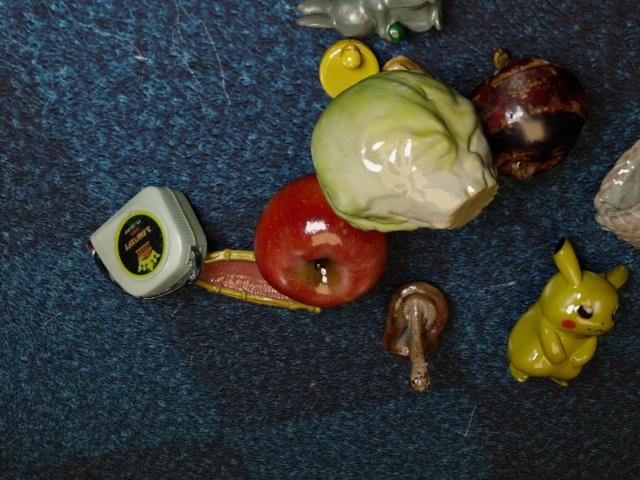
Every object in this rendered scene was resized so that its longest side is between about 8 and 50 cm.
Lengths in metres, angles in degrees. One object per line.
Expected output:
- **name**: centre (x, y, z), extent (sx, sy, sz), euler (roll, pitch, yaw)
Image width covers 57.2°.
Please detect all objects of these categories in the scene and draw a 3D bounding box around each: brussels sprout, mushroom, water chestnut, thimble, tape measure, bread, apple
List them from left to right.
- **tape measure**: centre (-0.341, 0.026, 1.180), extent (0.235, 0.115, 0.207), euler (-36, 76, 21)
- **apple**: centre (0.000, 0.000, 1.135), extent (0.260, 0.217, 0.261), euler (0, 125, 0)
- **brussels sprout**: centre (0.121, -0.135, 0.936), extent (0.273, 0.317, 0.243), euler (-3, 135, -14)
- **bread**: centre (0.153, -0.278, 1.057), extent (0.110, 0.044, 0.083), euler (30, 119, -21)
- **mushroom**: centre (0.213, 0.221, 1.275), extent (0.147, 0.218, 0.227), euler (-1, 123, 2)
- **water chestnut**: centre (0.343, -0.221, 1.017), extent (0.223, 0.238, 0.224), euler (-18, 161, -7)
- **thimble**: centre (0.639, -0.096, 1.089), extent (0.148, 0.196, 0.229), euler (28, 149, -13)

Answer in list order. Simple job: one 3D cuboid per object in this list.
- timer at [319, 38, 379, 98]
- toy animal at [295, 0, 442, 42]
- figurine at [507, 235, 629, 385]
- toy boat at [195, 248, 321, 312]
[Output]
- **timer**: centre (0.050, -0.290, 1.011), extent (0.107, 0.109, 0.107), euler (0, 123, 0)
- **toy animal**: centre (0.087, -0.384, 0.970), extent (0.236, 0.139, 0.108), euler (-1, 165, 28)
- **figurine**: centre (0.539, 0.168, 1.275), extent (0.218, 0.169, 0.327), euler (8, 126, -24)
- **toy boat**: centre (-0.149, 0.083, 1.263), extent (0.317, 0.099, 0.141), euler (14, 123, -5)
